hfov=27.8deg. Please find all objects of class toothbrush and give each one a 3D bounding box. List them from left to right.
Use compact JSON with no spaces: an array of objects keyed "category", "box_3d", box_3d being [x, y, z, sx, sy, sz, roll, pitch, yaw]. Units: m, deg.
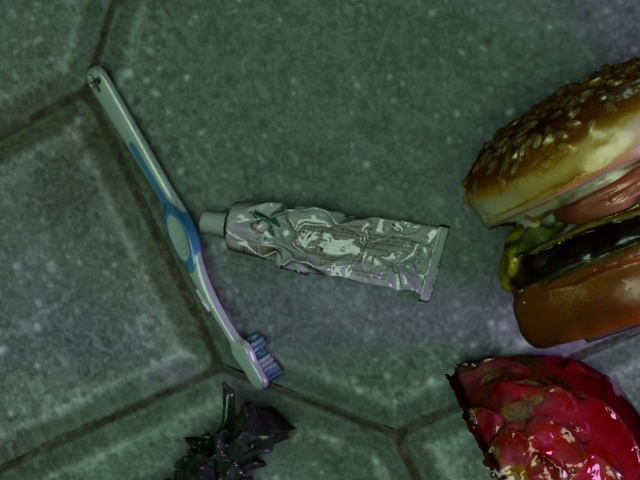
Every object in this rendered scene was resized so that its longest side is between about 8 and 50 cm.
[{"category":"toothbrush","box_3d":[-0.151,-0.013,1.363,0.040,0.040,0.386,-30,91,11]}]

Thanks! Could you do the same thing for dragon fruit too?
[{"category":"dragon fruit","box_3d":[0.243,0.211,1.289,0.189,0.163,0.262,-39,90,-16]}]

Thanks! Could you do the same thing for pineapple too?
[{"category":"pineapple","box_3d":[-0.125,0.274,1.363,0.128,0.128,0.248,34,95,3]}]

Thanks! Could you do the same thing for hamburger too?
[{"category":"hamburger","box_3d":[0.275,-0.043,1.181,0.291,0.291,0.225,-25,88,11]}]

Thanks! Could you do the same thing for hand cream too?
[{"category":"hand cream","box_3d":[0.000,0.000,1.341,0.256,0.050,0.084,12,96,4]}]
